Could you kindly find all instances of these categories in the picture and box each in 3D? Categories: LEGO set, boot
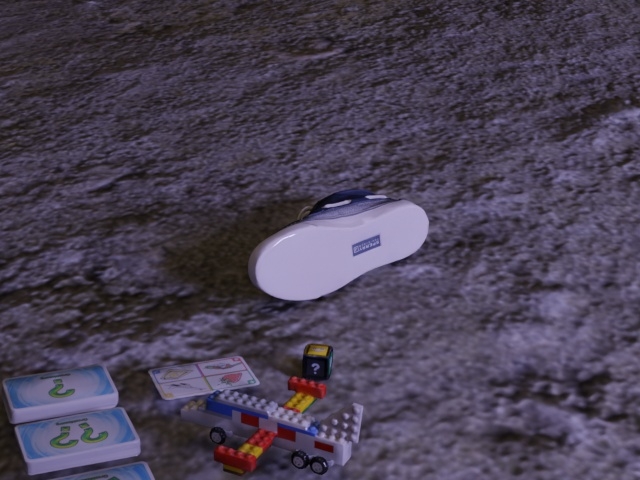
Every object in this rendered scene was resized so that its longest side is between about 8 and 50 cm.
[{"bbox_3d":[-0.086,0.110,0.755,0.244,0.060,0.182,-6,23,-21],"label":"LEGO set"},{"bbox_3d":[0.000,0.000,0.973,0.190,0.069,0.086,-14,22,-35],"label":"boot"}]
